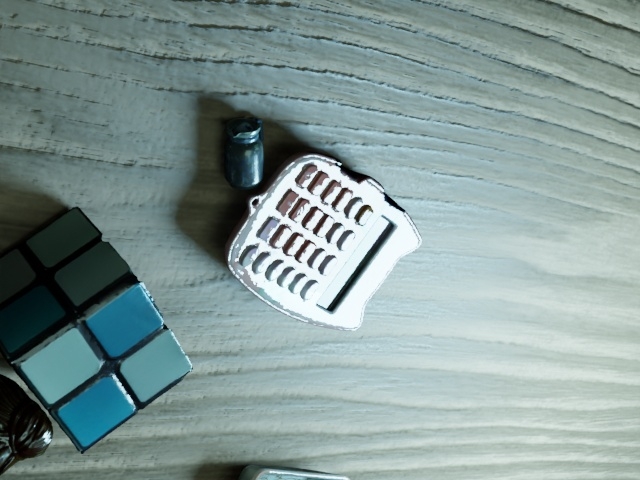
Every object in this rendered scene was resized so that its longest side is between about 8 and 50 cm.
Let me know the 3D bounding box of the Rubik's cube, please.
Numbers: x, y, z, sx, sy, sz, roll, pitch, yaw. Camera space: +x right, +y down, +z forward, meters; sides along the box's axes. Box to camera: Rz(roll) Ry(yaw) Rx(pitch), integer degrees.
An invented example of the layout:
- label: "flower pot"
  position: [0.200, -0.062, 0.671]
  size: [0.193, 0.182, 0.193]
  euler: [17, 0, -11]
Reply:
- label: "Rubik's cube"
  position: [-0.278, 0.100, 1.333]
  size: [0.167, 0.180, 0.183]
  euler: [-37, 135, -12]

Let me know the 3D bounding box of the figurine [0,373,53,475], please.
- label: "figurine"
  position: [-0.453, 0.241, 1.244]
  size: [0.315, 0.168, 0.187]
  euler: [-28, 102, -38]

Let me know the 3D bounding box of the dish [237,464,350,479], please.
- label: "dish"
  position: [-0.054, 0.404, 1.777]
  size: [0.234, 0.064, 0.154]
  euler: [16, 106, -41]

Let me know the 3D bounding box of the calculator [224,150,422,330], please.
- label: "calculator"
  position: [0.000, 0.000, 1.562]
  size: [0.220, 0.048, 0.330]
  euler: [-53, 140, 4]

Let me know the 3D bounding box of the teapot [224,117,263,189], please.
- label: "teapot"
  position: [-0.088, -0.108, 1.436]
  size: [0.063, 0.049, 0.083]
  euler: [-17, 126, -29]
